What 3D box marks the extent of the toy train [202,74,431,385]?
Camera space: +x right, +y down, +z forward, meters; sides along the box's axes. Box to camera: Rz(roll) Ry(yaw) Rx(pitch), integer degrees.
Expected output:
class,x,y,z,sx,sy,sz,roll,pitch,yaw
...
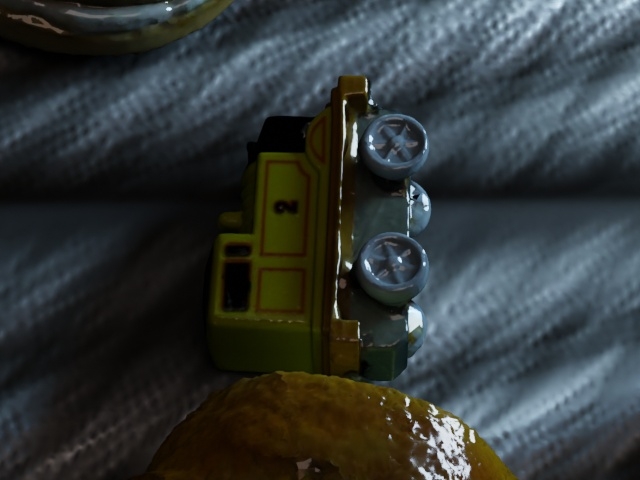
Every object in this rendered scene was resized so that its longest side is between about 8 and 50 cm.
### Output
class,x,y,z,sx,sy,sz,roll,pitch,yaw
toy train,0.000,0.000,1.093,0.127,0.089,0.219,2,61,2

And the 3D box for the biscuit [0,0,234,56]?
class,x,y,z,sx,sy,sz,roll,pitch,yaw
biscuit,-0.143,-0.235,1.182,0.259,0.079,0.259,6,62,-11

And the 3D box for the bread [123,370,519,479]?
class,x,y,z,sx,sy,sz,roll,pitch,yaw
bread,0.023,0.151,0.995,0.260,0.134,0.129,23,59,-2
